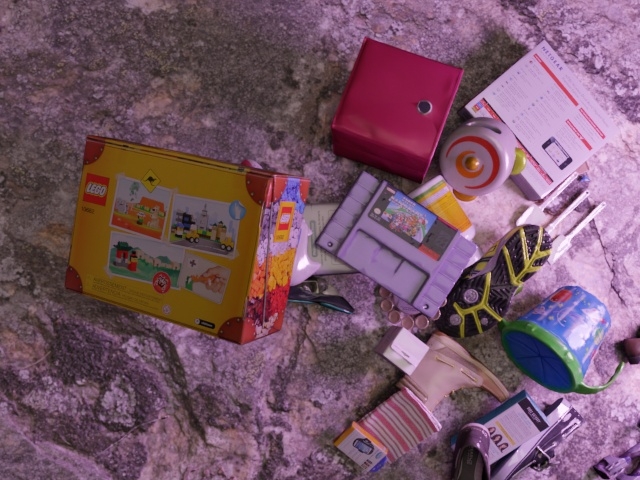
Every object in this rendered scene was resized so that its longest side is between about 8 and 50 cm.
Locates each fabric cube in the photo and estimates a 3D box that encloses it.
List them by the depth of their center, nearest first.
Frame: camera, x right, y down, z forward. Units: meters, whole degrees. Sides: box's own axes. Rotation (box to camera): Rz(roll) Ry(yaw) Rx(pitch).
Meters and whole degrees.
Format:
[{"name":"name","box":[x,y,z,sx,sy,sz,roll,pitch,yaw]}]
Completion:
[{"name":"fabric cube","box":[0.191,-0.326,1.745,0.258,0.259,0.254,21,84,5]}]

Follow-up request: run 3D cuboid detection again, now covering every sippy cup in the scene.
[{"name":"sippy cup","box":[0.641,0.246,1.803,0.224,0.240,0.305,-40,100,-19]}]

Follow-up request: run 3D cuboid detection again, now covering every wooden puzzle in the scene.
[{"name":"wooden puzzle","box":[0.726,-0.220,1.946,0.078,0.014,0.116,-15,87,-4]}]

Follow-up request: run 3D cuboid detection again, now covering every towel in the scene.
[{"name":"towel","box":[0.199,0.487,1.772,0.197,0.029,0.144,-42,90,22]}]

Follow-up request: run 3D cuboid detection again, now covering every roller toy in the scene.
[{"name":"roller toy","box":[0.416,-0.221,1.804,0.209,0.146,0.191,-29,96,36]}]

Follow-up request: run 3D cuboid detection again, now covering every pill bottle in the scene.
[{"name":"pill bottle","box":[0.328,-0.040,1.819,0.136,0.136,0.246,-33,90,-8]}]

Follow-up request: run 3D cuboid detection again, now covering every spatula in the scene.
[{"name":"spatula","box":[0.683,-0.072,1.919,0.242,0.019,0.168,-43,93,-5]}]

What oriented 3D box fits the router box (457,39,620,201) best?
[{"name":"router box","box":[0.606,-0.330,1.894,0.301,0.082,0.335,-39,90,-5]}]

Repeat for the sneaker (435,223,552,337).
[{"name":"sneaker","box":[0.466,0.114,1.830,0.145,0.147,0.384,45,101,0]}]

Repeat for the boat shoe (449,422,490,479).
[{"name":"boat shoe","box":[0.382,0.636,1.747,0.112,0.095,0.335,4,106,18]}]

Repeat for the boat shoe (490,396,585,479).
[{"name":"boat shoe","box":[0.583,0.561,1.816,0.306,0.113,0.105,-39,76,-17]}]

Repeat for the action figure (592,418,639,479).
[{"name":"action figure","box":[0.898,0.586,1.862,0.285,0.099,0.185,-35,85,-12]}]

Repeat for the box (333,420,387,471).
[{"name":"box","box":[0.111,0.547,1.785,0.136,0.028,0.081,40,110,-4]}]

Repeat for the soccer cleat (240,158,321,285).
[{"name":"soccer cleat","box":[-0.104,-0.049,1.681,0.143,0.116,0.331,-16,83,-31]}]

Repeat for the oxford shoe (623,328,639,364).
[{"name":"oxford shoe","box":[0.956,0.263,1.902,0.227,0.083,0.096,-20,84,-9]}]

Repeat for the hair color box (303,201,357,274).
[{"name":"hair color box","box":[0.000,0.000,1.788,0.374,0.113,0.185,-3,85,-8]}]

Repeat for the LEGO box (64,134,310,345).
[{"name":"LEGO box","box":[-0.317,-0.014,1.574,0.500,0.193,0.372,14,97,21]}]

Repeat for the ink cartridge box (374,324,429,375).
[{"name":"ink cartridge box","box":[0.213,0.286,1.775,0.092,0.143,0.090,37,82,-3]}]

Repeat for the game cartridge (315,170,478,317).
[{"name":"game cartridge","box":[0.194,0.007,1.714,0.355,0.068,0.230,33,93,-3]}]

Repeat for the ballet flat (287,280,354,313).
[{"name":"ballet flat","box":[-0.003,0.144,1.799,0.203,0.074,0.074,12,84,-4]}]

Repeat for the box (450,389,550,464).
[{"name":"box","box":[0.470,0.506,1.791,0.244,0.060,0.100,-38,91,12]}]

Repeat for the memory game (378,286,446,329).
[{"name":"memory game","box":[0.246,0.149,1.820,0.186,0.012,0.186,-2,82,18]}]

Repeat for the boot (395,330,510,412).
[{"name":"boot","box":[0.352,0.395,1.808,0.262,0.095,0.203,39,82,-1]}]
